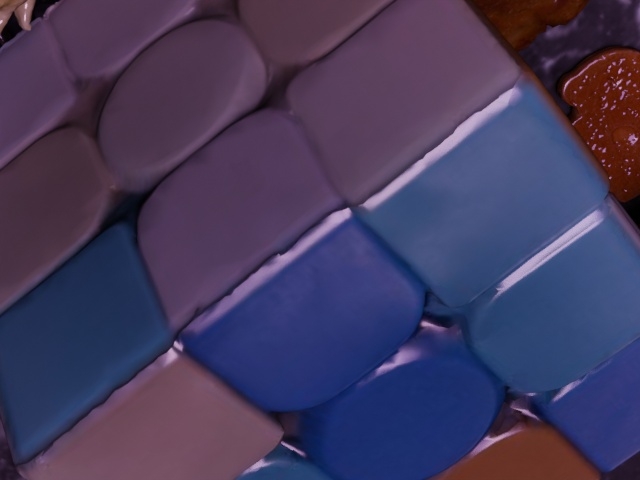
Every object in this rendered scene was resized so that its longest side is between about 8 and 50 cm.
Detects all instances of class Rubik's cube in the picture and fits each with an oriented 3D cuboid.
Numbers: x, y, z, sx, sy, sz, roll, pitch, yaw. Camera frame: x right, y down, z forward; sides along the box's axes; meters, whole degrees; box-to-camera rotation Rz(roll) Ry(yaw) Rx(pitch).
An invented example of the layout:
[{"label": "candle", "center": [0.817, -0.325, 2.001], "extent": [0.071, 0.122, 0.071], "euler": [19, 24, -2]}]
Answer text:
[{"label": "Rubik's cube", "center": [0.000, 0.000, 0.969], "extent": [0.346, 0.347, 0.344], "euler": [-37, 136, 10]}]

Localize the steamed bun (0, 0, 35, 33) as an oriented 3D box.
[{"label": "steamed bun", "center": [-0.211, -0.223, 0.957], "extent": [0.292, 0.295, 0.137], "euler": [-34, 134, 12]}]

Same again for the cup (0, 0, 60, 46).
[{"label": "cup", "center": [-0.176, -0.135, 1.101], "extent": [0.074, 0.102, 0.099], "euler": [-31, 118, -42]}]

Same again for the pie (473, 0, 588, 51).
[{"label": "pie", "center": [0.116, -0.264, 1.051], "extent": [0.308, 0.086, 0.308], "euler": [1, 143, 1]}]

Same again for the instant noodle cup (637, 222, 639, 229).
[{"label": "instant noodle cup", "center": [0.357, 0.027, 1.175], "extent": [0.243, 0.243, 0.231], "euler": [36, 93, -21]}]

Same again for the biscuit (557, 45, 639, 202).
[{"label": "biscuit", "center": [0.243, -0.094, 1.216], "extent": [0.102, 0.019, 0.130], "euler": [-19, 112, -5]}]
